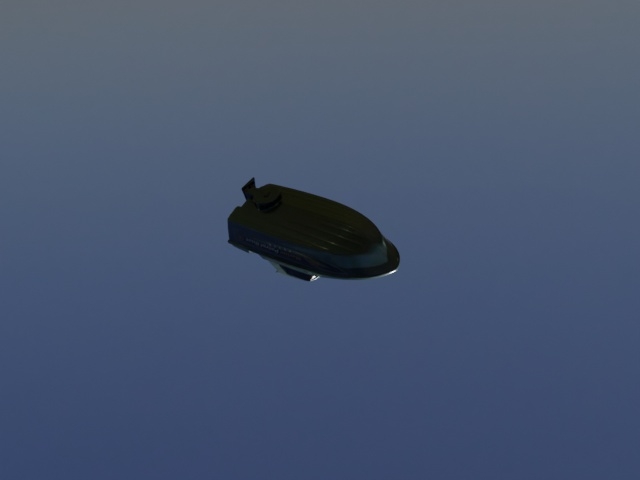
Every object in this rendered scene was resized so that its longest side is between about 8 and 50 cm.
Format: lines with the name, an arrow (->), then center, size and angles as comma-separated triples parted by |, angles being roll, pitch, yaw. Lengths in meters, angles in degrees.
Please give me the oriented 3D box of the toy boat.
toy boat -> 0.000, 0.000, 1.294 | 0.141, 0.060, 0.055 | 18, -132, 40
